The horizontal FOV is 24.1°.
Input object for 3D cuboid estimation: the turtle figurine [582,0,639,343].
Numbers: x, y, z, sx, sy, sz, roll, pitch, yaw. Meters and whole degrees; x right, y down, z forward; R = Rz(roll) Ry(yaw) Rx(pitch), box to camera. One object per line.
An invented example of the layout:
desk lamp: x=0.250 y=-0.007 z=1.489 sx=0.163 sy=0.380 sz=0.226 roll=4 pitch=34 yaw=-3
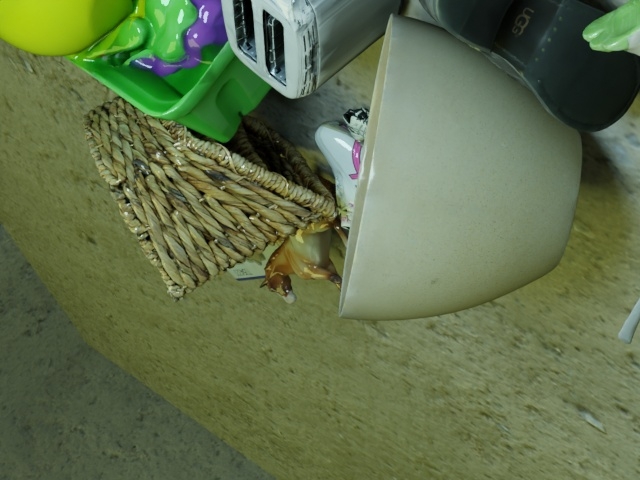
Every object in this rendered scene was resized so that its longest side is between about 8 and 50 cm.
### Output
turtle figurine: x=0.262 y=-0.070 z=1.103 sx=0.266 sy=0.198 sz=0.275 roll=53 pitch=156 yaw=-23

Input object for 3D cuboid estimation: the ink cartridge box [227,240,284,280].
ink cartridge box: x=-0.160 y=-0.085 z=2.183 sx=0.330 sy=0.071 sz=0.324 roll=47 pitch=161 yaw=-13

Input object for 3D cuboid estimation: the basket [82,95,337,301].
basket: x=-0.143 y=-0.106 z=1.785 sx=0.213 sy=0.223 sz=0.299 roll=61 pitch=180 yaw=-23

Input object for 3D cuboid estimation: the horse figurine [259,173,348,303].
horse figurine: x=0.000 y=0.000 z=1.969 sx=0.174 sy=0.066 sz=0.263 roll=34 pitch=143 yaw=29

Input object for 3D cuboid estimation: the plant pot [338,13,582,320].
plant pot: x=0.133 y=-0.054 z=1.379 sx=0.191 sy=0.284 sz=0.284 roll=9 pitch=157 yaw=0

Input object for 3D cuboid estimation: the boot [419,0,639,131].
boot: x=0.134 y=-0.208 z=1.267 sx=0.263 sy=0.091 sz=0.229 roll=30 pitch=-169 yaw=-34

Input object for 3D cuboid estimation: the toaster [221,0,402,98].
toaster: x=-0.009 y=-0.236 z=1.420 sx=0.129 sy=0.146 sz=0.227 roll=41 pitch=161 yaw=17

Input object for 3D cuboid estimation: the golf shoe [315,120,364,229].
golf shoe: x=0.049 y=-0.056 z=1.763 sx=0.186 sy=0.086 sz=0.067 roll=51 pitch=163 yaw=-9

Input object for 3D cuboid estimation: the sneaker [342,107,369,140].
sneaker: x=0.051 y=-0.131 z=1.688 sx=0.037 sy=0.032 sz=0.083 roll=54 pitch=159 yaw=-22

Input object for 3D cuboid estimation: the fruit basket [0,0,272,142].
fruit basket: x=-0.227 y=-0.290 z=1.558 sx=0.392 sy=0.283 sz=0.392 roll=38 pitch=174 yaw=5
